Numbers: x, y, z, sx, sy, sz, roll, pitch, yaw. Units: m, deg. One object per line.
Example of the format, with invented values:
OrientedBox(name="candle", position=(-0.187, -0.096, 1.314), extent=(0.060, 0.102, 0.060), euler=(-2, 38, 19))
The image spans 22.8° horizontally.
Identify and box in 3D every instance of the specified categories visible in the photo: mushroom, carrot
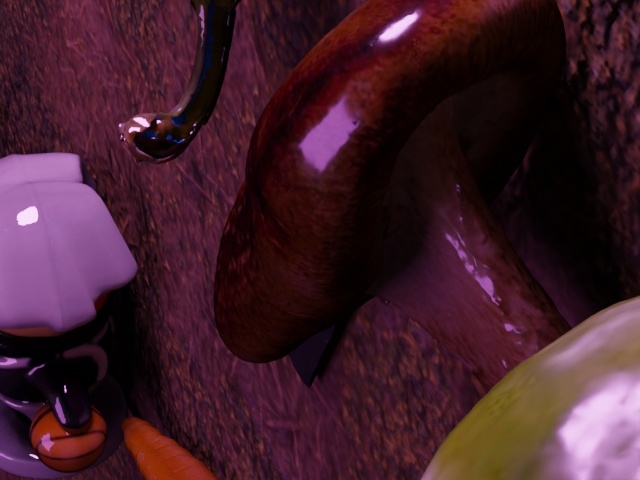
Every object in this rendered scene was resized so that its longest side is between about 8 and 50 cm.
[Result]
OrientedBox(name="mushroom", position=(0.072, 0.023, 0.596), extent=(0.217, 0.148, 0.227), euler=(46, 157, 15))
OrientedBox(name="carrot", position=(-0.066, 0.195, 1.028), extent=(0.336, 0.069, 0.069), euler=(-143, 44, -57))

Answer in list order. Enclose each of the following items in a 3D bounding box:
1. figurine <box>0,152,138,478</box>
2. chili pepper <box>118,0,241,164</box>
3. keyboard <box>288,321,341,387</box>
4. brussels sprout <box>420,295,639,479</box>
OrientedBox(name="figurine", position=(-0.199, 0.056, 1.137), extent=(0.176, 0.133, 0.236), euler=(-128, 31, -47))
OrientedBox(name="chili pepper", position=(-0.058, -0.228, 0.722), extent=(0.110, 0.110, 0.388), euler=(26, 121, 59))
OrientedBox(name="keyboard", position=(0.002, 0.000, 0.827), extent=(0.196, 0.015, 0.074), euler=(112, 140, -52))
OrientedBox(name="brussels sprout", position=(0.127, 0.128, 0.401), extent=(0.244, 0.244, 0.244), euler=(42, 140, 50))
